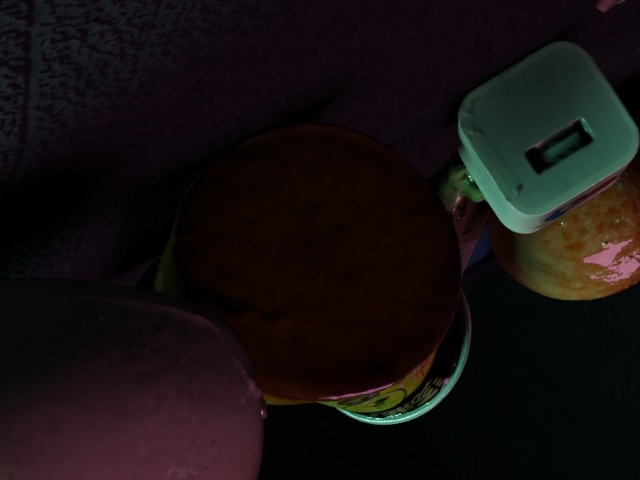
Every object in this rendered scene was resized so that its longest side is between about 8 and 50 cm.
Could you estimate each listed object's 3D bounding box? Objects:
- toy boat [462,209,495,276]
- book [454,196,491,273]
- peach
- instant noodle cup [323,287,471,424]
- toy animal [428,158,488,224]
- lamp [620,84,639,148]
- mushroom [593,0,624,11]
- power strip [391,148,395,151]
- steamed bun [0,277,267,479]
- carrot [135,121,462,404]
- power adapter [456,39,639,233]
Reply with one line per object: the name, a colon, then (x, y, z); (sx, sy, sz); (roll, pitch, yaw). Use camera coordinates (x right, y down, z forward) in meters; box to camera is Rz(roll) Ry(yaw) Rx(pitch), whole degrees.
toy boat: (0.129, 0.021, 1.993); (0.136, 0.079, 0.392); (-9, -173, 35)
book: (0.159, 0.005, 1.882); (0.138, 0.016, 0.199); (-11, 126, -65)
peach: (0.312, -0.035, 1.845); (0.232, 0.233, 0.232); (-31, 173, -4)
instant noodle cup: (0.031, 0.090, 1.691); (0.215, 0.216, 0.236); (-33, 163, 15)
toy animal: (0.140, -0.047, 1.695); (0.086, 0.069, 0.220); (-52, -176, -15)
lamp: (0.462, -0.091, 2.016); (0.305, 0.240, 0.305); (-32, 172, -5)
mushroom: (0.247, -0.209, 1.106); (0.059, 0.054, 0.202); (-23, 176, -21)
power strip: (0.000, 0.000, 1.462); (0.093, 0.053, 0.288); (-29, 172, -24)
steamed bun: (-0.168, 0.139, 0.879); (0.282, 0.177, 0.283); (-4, 161, -1)
carrot: (-0.035, 0.048, 1.107); (0.196, 0.196, 0.254); (-28, 172, -23)
power adapter: (0.198, -0.084, 1.418); (0.130, 0.125, 0.205); (-32, 172, 1)
